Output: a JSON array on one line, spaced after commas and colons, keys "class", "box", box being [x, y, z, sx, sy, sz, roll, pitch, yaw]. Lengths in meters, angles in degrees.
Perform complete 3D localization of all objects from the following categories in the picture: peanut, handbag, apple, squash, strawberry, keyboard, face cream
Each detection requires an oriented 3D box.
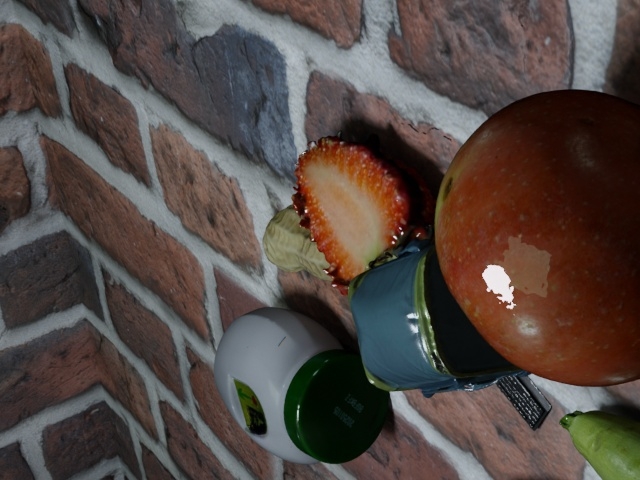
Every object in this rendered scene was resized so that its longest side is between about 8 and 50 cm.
[{"class": "peanut", "box": [0.000, 0.000, 2.102, 0.298, 0.120, 0.136, 12, 117, 54]}, {"class": "handbag", "box": [0.194, 0.100, 1.664, 0.241, 0.263, 0.222, -26, 71, 62]}, {"class": "apple", "box": [0.296, -0.007, 1.302, 0.277, 0.348, 0.348, -45, 69, 40]}, {"class": "squash", "box": [0.448, 0.312, 1.536, 0.370, 0.118, 0.118, 41, 144, 48]}, {"class": "strawberry", "box": [0.083, -0.056, 1.909, 0.233, 0.137, 0.306, -54, 46, 30]}, {"class": "keyboard", "box": [0.285, 0.204, 1.854, 0.196, 0.015, 0.074, 53, 150, 25]}, {"class": "face cream", "box": [-0.052, 0.286, 2.312, 0.357, 0.219, 0.313, 12, 120, 55]}]
